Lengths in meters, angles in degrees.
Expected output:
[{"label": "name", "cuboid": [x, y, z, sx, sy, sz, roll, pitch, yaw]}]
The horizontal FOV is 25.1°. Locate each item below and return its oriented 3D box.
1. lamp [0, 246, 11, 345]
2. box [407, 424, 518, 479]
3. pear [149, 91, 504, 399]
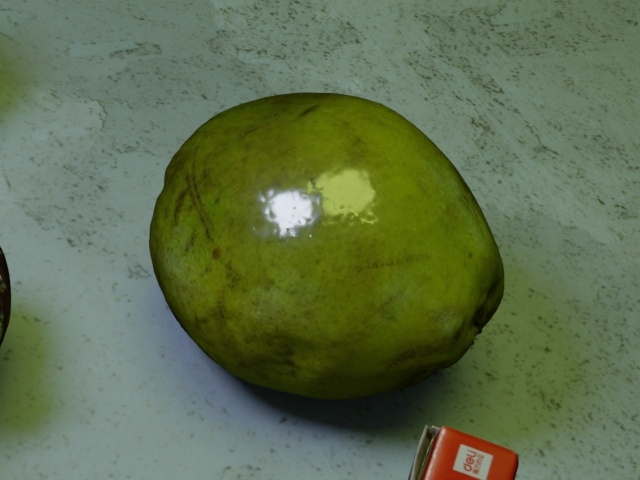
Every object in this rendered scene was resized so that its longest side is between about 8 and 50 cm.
[{"label": "lamp", "cuboid": [-0.423, 0.067, 1.457, 0.246, 0.247, 0.247, 8, 42, -8]}, {"label": "box", "cuboid": [0.118, 0.289, 1.408, 0.099, 0.182, 0.133, 18, 45, 5]}, {"label": "pear", "cuboid": [0.000, 0.000, 1.587, 0.413, 0.352, 0.352, 22, 42, 21]}]
